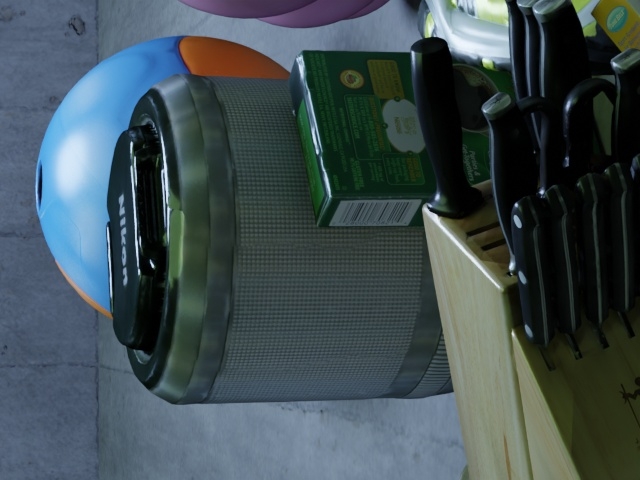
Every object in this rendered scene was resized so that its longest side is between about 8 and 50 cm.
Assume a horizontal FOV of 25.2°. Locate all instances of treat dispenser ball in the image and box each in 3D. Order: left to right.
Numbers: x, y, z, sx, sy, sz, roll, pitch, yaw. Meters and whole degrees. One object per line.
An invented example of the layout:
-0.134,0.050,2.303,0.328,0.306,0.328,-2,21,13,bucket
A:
-0.122,-0.049,1.349,0.288,0.288,0.288,180,90,-73,treat dispenser ball

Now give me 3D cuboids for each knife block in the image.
0.106,0.015,0.709,0.275,0.088,0.242,110,140,-73,knife block

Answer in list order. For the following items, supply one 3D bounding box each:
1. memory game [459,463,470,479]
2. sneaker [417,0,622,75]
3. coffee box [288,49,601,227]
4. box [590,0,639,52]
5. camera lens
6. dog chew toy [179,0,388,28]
0.131,0.189,0.849,0.186,0.012,0.186,-30,44,35,memory game
0.120,-0.193,0.825,0.384,0.145,0.147,-126,40,-60,sneaker
0.080,-0.062,0.880,0.040,0.184,0.113,113,150,-55,coffee box
0.182,-0.083,0.630,0.136,0.081,0.028,53,153,13,box
0.000,0.000,0.978,0.219,0.274,0.219,180,90,-73,camera lens
-0.022,-0.255,1.089,0.332,0.206,0.206,11,-103,-69,dog chew toy
